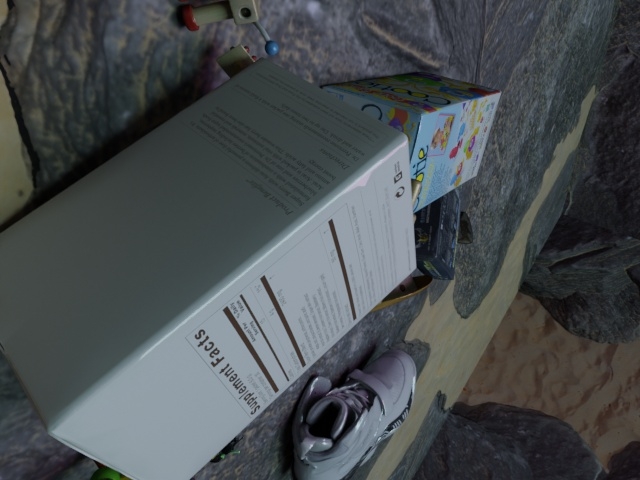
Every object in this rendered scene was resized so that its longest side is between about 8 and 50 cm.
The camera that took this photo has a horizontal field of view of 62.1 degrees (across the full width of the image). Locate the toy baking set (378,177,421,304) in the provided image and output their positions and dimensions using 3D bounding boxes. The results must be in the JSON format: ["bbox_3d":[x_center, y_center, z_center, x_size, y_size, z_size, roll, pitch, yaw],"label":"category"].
[{"bbox_3d":[0.007,0.000,0.644,0.030,0.197,0.256,-80,-178,-73],"label":"toy baking set"}]

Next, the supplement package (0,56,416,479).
[{"bbox_3d":[-0.085,0.022,0.441,0.293,0.177,0.175,-40,145,-18],"label":"supplement package"}]

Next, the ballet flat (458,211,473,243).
[{"bbox_3d":[0.327,-0.025,1.297,0.250,0.058,0.084,-6,81,-64],"label":"ballet flat"}]

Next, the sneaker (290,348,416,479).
[{"bbox_3d":[0.076,0.320,1.037,0.366,0.137,0.210,-43,147,-30],"label":"sneaker"}]

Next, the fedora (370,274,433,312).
[{"bbox_3d":[0.092,0.068,0.899,0.194,0.194,0.079,-19,89,-54],"label":"fedora"}]

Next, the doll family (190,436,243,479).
[{"bbox_3d":[-0.151,0.255,0.641,0.193,0.076,0.111,-45,146,-53],"label":"doll family"}]

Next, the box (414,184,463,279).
[{"bbox_3d":[0.223,-0.056,1.010,0.183,0.059,0.232,33,63,-61],"label":"box"}]

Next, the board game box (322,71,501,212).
[{"bbox_3d":[0.127,-0.147,0.758,0.275,0.142,0.144,-27,135,-49],"label":"board game box"}]

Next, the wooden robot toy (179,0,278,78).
[{"bbox_3d":[-0.081,-0.228,0.451,0.173,0.076,0.079,80,8,-47],"label":"wooden robot toy"}]

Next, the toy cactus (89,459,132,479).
[{"bbox_3d":[-0.265,0.281,0.499,0.180,0.112,0.219,-46,154,3],"label":"toy cactus"}]
